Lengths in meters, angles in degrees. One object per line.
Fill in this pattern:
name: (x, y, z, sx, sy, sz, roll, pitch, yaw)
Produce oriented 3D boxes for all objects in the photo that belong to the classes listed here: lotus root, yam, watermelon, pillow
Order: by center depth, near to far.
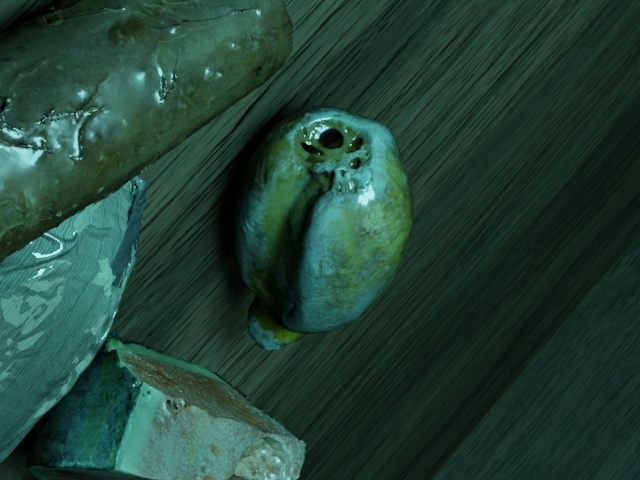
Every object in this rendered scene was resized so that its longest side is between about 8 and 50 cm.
yam: (-0.139, -0.091, 0.843, 0.280, 0.131, 0.131, -37, 155, -34)
pillow: (-0.243, 0.079, 0.949, 0.335, 0.092, 0.161, -52, 148, 4)
watermelon: (-0.124, 0.162, 1.198, 0.318, 0.226, 0.148, 94, 10, -75)
lotus root: (0.000, 0.000, 1.257, 0.140, 0.158, 0.322, -41, 164, -27)
